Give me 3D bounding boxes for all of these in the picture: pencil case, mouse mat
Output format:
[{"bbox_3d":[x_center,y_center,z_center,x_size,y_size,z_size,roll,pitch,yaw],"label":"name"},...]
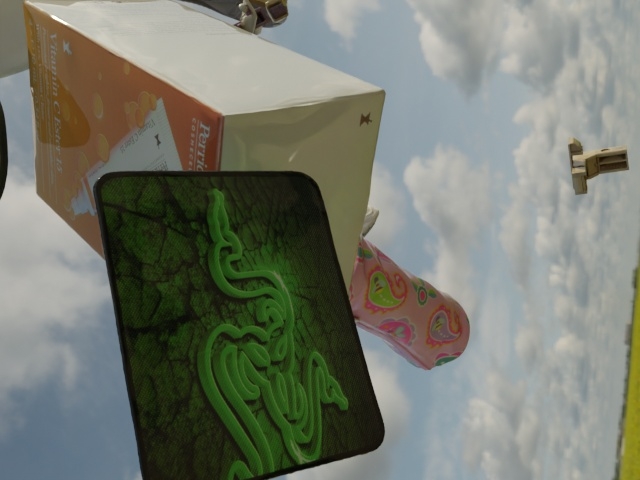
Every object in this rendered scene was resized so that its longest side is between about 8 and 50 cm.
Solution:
[{"bbox_3d":[0.081,0.080,0.935,0.284,0.124,0.124,33,-118,-41],"label":"pencil case"},{"bbox_3d":[-0.045,0.043,0.416,0.152,0.007,0.190,-4,-109,-32],"label":"mouse mat"}]

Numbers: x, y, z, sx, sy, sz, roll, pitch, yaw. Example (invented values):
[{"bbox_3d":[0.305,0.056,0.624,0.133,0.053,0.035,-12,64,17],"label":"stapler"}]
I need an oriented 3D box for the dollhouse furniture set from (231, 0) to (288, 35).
[{"bbox_3d":[-0.054,-0.224,0.803,0.114,0.091,0.081,60,166,4],"label":"dollhouse furniture set"}]

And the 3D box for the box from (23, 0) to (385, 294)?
[{"bbox_3d":[-0.130,-0.086,0.676,0.168,0.345,0.215,-17,-53,-39],"label":"box"}]

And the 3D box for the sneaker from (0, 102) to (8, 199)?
[{"bbox_3d":[-0.292,-0.029,0.499,0.086,0.163,0.226,7,-68,-40],"label":"sneaker"}]

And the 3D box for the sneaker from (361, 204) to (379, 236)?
[{"bbox_3d":[0.000,0.000,1.326,0.232,0.115,0.090,-48,-5,-15],"label":"sneaker"}]

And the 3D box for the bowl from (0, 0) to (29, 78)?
[{"bbox_3d":[-0.401,-0.305,0.847,0.298,0.297,0.134,-60,-33,-44],"label":"bowl"}]

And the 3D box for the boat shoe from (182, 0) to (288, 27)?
[{"bbox_3d":[-0.204,-0.475,1.185,0.341,0.123,0.123,14,-98,-24],"label":"boat shoe"}]

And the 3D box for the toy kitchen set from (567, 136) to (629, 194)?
[{"bbox_3d":[0.389,-0.115,0.985,0.083,0.075,0.068,-55,-47,-56],"label":"toy kitchen set"}]
